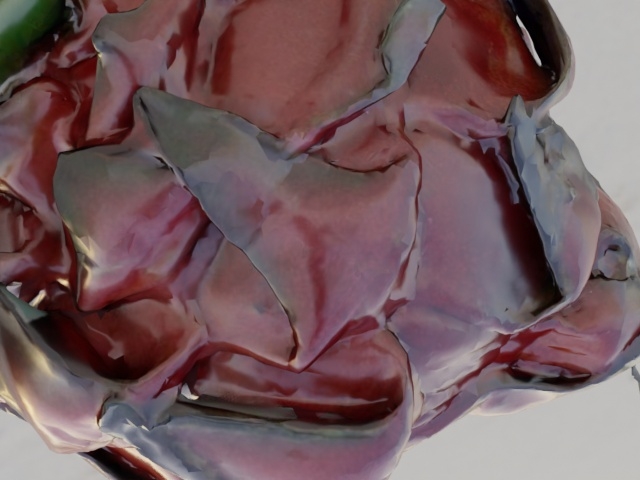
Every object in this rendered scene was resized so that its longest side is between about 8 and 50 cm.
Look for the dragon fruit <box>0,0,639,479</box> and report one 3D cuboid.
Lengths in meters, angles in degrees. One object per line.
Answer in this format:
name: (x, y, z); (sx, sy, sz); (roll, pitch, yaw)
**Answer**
dragon fruit: (0.000, 0.000, 0.594); (0.293, 0.233, 0.234); (30, 144, -10)
